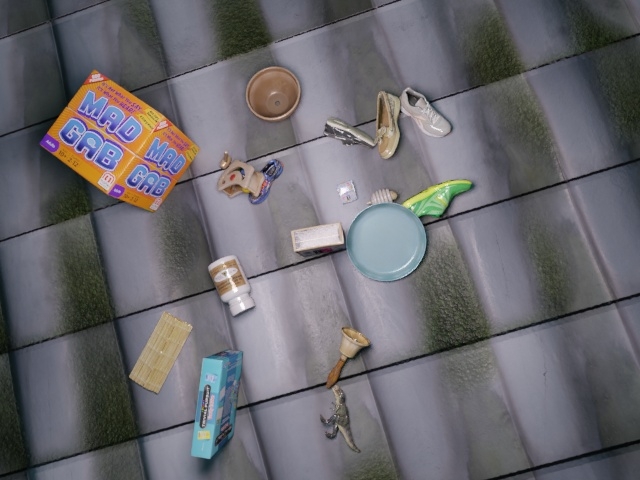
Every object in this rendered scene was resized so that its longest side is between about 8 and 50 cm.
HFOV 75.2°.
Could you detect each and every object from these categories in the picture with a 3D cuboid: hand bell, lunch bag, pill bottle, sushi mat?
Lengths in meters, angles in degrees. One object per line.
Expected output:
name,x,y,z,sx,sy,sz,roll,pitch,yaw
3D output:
hand bell,0.086,0.480,1.648,0.126,0.126,0.242,28,99,9
lunch bag,0.111,-0.202,1.746,0.071,0.053,0.084,-16,90,5
pill bottle,-0.359,0.187,1.704,0.131,0.131,0.230,-27,81,2
sushi mat,-0.675,0.472,1.757,0.151,0.019,0.317,27,87,8

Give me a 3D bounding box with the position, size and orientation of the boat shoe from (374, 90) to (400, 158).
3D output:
boat shoe,0.266,-0.478,1.728,0.089,0.104,0.286,15,72,-33

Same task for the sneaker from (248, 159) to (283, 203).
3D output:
sneaker,-0.243,-0.258,1.772,0.083,0.087,0.221,28,86,10

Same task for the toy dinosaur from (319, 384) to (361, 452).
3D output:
toy dinosaur,0.066,0.714,1.628,0.118,0.064,0.269,-16,84,-3

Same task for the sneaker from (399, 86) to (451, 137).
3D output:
sneaker,0.430,-0.530,1.719,0.262,0.121,0.099,39,89,9

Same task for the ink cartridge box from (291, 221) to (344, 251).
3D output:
ink cartridge box,0.000,0.000,1.639,0.193,0.235,0.088,-9,82,6

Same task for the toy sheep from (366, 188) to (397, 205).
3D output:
toy sheep,0.253,-0.169,1.711,0.131,0.091,0.091,-18,81,9

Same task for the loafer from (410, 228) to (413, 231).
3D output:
loafer,0.320,-0.038,1.707,0.125,0.039,0.045,-8,82,5

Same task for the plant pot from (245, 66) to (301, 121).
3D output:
plant pot,-0.195,-0.618,1.803,0.237,0.110,0.238,-1,83,7

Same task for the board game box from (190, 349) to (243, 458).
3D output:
board game box,-0.389,0.607,1.590,0.079,0.254,0.337,5,83,8

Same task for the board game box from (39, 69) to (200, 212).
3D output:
board game box,-0.799,-0.386,1.712,0.356,0.356,0.357,34,87,9

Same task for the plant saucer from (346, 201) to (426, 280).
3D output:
plant saucer,0.261,0.005,1.672,0.317,0.044,0.318,0,98,3

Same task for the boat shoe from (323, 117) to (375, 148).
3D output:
boat shoe,0.125,-0.444,1.775,0.232,0.084,0.079,24,124,2

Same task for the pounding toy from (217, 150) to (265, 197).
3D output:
pounding toy,-0.370,-0.267,1.726,0.269,0.154,0.154,28,85,45

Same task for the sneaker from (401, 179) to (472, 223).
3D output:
sneaker,0.474,-0.160,1.686,0.295,0.109,0.124,-25,95,6
